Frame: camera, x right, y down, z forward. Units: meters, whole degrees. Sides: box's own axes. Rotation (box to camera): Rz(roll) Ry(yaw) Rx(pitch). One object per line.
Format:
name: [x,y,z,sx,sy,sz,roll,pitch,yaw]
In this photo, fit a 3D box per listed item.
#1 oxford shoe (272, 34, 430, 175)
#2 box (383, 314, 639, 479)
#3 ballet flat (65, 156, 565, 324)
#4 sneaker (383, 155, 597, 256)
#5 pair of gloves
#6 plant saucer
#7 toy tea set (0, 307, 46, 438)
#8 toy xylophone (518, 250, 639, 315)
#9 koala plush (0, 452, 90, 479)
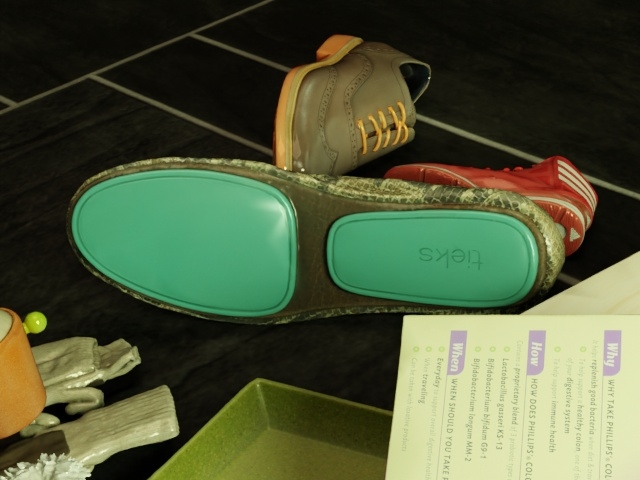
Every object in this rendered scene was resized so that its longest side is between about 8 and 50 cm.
oxford shoe: [0.037,-0.144,1.838,0.133,0.130,0.363,7,32,15]
box: [0.176,0.173,1.164,0.243,0.117,0.213,-1,55,15]
ballet flat: [0.000,0.000,1.592,0.483,0.164,0.182,3,9,9]
sneaker: [0.184,-0.045,1.685,0.221,0.087,0.128,18,28,19]
pair of gloves: [-0.241,0.162,1.447,0.204,0.042,0.240,-22,26,-12]
plant saucer: [-0.026,0.199,1.320,0.188,0.045,0.188,11,34,32]
toy tea set: [-0.379,0.160,1.350,0.200,0.124,0.336,-3,33,33]
toy xylophone: [0.260,0.118,1.347,0.323,0.081,0.236,-19,43,-21]
koala plush: [-0.261,0.250,1.152,0.221,0.196,0.203,-13,0,-7]
